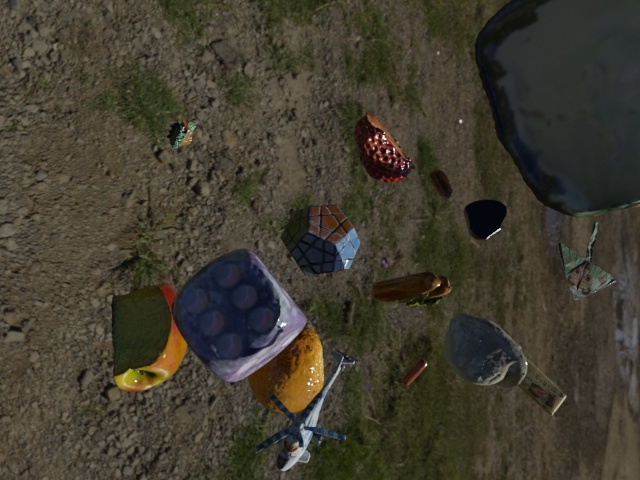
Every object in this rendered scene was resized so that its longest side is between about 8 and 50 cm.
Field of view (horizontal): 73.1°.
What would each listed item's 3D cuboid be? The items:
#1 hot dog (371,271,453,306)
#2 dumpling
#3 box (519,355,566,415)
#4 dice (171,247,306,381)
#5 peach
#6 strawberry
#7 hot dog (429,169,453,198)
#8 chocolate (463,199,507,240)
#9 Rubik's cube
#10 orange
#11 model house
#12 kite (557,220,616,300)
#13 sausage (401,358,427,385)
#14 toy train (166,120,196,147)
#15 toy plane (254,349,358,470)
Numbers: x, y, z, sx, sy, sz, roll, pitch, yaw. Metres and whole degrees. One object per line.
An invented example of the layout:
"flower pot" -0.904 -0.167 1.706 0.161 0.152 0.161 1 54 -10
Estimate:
"hot dog" 0.314 0.179 1.516 0.135 0.337 0.100 18 69 -30
"dumpling" 0.327 0.218 0.860 0.092 0.150 0.176 -17 98 -57
"box" 0.581 0.389 1.160 0.073 0.149 0.020 -38 161 -23
"dice" -0.217 0.204 1.189 0.270 0.270 0.271 -40 164 -6
"peach" -0.576 0.306 1.476 0.242 0.306 0.380 -13 58 -15
"strawberry" 0.202 -0.304 1.509 0.253 0.150 0.280 52 21 0
"hot dog" 0.413 -0.192 1.476 0.144 0.062 0.038 -100 -177 -49
"chocolate" 0.518 -0.061 1.401 0.149 0.125 0.080 -60 164 -16
"Rubik's cube" 0.000 0.000 1.737 0.319 0.264 0.319 -35 137 -41
"orange" -0.136 0.493 1.681 0.340 0.293 0.341 -3 90 -86
"model house" 0.374 -0.169 0.527 0.301 0.190 0.271 -4 68 -38
"kite" 0.756 0.059 1.223 0.229 0.012 0.250 27 79 -14
"sausage" 0.380 0.529 1.743 0.131 0.039 0.041 -50 162 11
"toy train" -0.368 -0.284 1.150 0.064 0.103 0.044 -25 89 -34
"toy plane" -0.024 0.375 0.966 0.273 0.182 0.107 -73 170 -46
